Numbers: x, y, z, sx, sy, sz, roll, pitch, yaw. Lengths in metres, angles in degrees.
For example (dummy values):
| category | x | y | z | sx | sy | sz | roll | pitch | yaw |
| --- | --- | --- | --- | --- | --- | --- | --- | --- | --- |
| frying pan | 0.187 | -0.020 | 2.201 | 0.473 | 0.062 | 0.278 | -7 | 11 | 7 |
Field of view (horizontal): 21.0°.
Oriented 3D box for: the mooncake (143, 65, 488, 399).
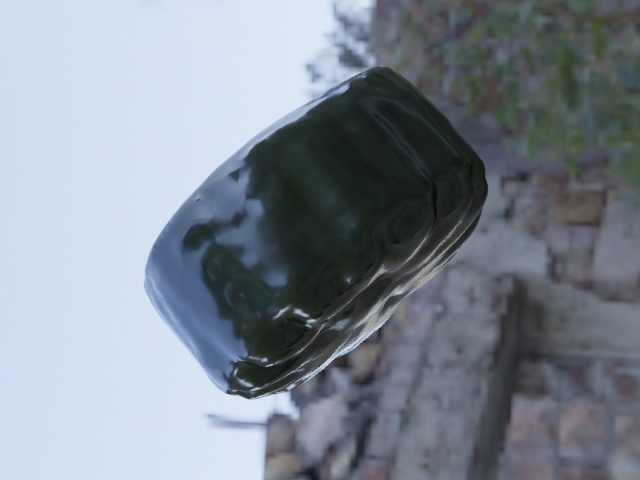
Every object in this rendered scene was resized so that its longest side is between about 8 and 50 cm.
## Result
| category | x | y | z | sx | sy | sz | roll | pitch | yaw |
| --- | --- | --- | --- | --- | --- | --- | --- | --- | --- |
| mooncake | 0.000 | 0.000 | 1.730 | 0.356 | 0.194 | 0.356 | -41 | -8 | -7 |
